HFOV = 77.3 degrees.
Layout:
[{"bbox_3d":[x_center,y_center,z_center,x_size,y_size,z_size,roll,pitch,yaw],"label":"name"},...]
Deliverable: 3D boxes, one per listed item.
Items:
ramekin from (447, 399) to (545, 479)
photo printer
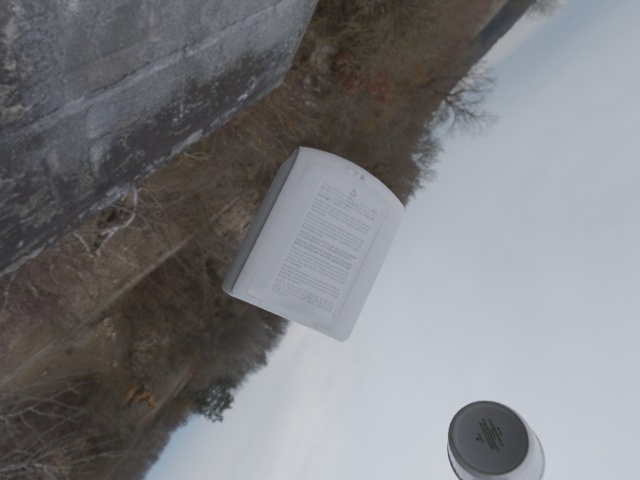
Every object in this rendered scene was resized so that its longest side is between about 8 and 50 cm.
[{"bbox_3d":[0.503,0.602,1.178,0.273,0.127,0.272,-19,-144,14],"label":"ramekin"},{"bbox_3d":[0.000,0.000,0.737,0.307,0.256,0.107,-65,-162,-4],"label":"photo printer"}]
